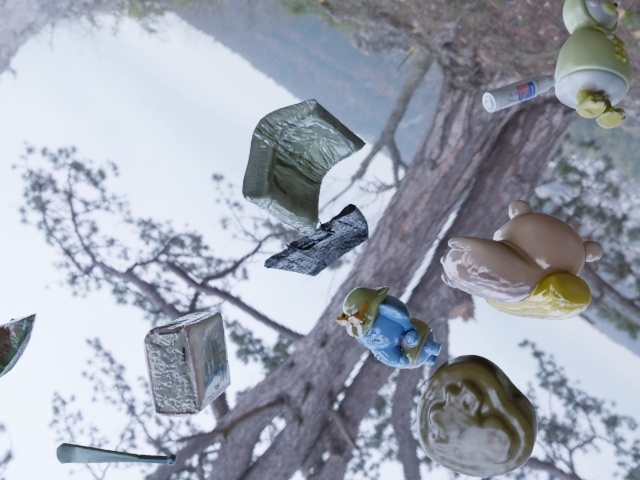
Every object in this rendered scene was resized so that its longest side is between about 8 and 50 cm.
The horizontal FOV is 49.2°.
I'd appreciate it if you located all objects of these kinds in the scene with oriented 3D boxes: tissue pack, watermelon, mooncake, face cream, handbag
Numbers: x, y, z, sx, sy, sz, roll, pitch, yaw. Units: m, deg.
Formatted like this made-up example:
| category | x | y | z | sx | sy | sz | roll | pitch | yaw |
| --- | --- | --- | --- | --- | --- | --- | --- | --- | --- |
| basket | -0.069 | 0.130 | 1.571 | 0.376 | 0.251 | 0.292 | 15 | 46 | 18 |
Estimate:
| category | x | y | z | sx | sy | sz | roll | pitch | yaw |
| --- | --- | --- | --- | --- | --- | --- | --- | --- | --- |
| tissue pack | -0.300 | 0.278 | 1.614 | 0.271 | 0.124 | 0.201 | -7 | -95 | -83 |
| watermelon | -0.506 | 0.151 | 1.153 | 0.080 | 0.101 | 0.155 | 36 | -177 | -1 |
| mooncake | 0.294 | 0.355 | 1.376 | 0.235 | 0.234 | 0.117 | 43 | -160 | 11 |
| face cream | 0.322 | -0.239 | 1.118 | 0.034 | 0.130 | 0.034 | 54 | 157 | 36 |
| handbag | 0.000 | 0.000 | 1.705 | 0.088 | 0.270 | 0.175 | 61 | -164 | 19 |

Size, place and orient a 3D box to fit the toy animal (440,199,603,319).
| category | x | y | z | sx | sy | sz | roll | pitch | yaw |
| --- | --- | --- | --- | --- | --- | --- | --- | --- | --- |
| toy animal | 0.464 | 0.041 | 1.645 | 0.345 | 0.246 | 0.277 | 18 | 166 | 6 |

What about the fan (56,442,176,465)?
| category | x | y | z | sx | sy | sz | roll | pitch | yaw |
| --- | --- | --- | --- | --- | --- | --- | --- | --- | --- |
| fan | -0.329 | 0.350 | 1.129 | 0.193 | 0.038 | 0.016 | 4 | -158 | 0 |

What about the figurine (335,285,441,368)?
| category | x | y | z | sx | sy | sz | roll | pitch | yaw |
| --- | --- | --- | --- | --- | --- | --- | --- | --- | --- |
| figurine | 0.167 | 0.201 | 1.582 | 0.262 | 0.153 | 0.180 | 31 | -176 | -3 |

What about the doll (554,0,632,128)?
| category | x | y | z | sx | sy | sz | roll | pitch | yaw |
| --- | --- | --- | --- | --- | --- | --- | --- | --- | --- |
| doll | 0.477 | -0.339 | 1.215 | 0.141 | 0.296 | 0.117 | 15 | 164 | -23 |

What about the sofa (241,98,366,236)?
| category | x | y | z | sx | sy | sz | roll | pitch | yaw |
| --- | --- | --- | --- | --- | --- | --- | --- | --- | --- |
| sofa | -0.035 | -0.152 | 1.504 | 0.176 | 0.225 | 0.210 | -6 | 154 | 36 |
